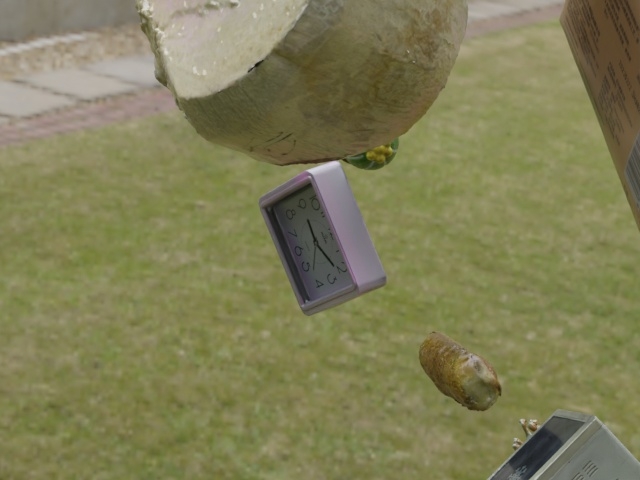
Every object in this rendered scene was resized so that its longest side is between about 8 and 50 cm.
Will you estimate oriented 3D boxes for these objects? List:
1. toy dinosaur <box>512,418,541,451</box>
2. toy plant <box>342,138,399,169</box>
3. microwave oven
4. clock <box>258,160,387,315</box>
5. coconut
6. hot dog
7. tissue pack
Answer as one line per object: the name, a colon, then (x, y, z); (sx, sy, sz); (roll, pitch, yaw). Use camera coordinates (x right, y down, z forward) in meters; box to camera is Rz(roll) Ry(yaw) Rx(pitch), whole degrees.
toy dinosaur: (0.371, 0.349, 1.921); (0.212, 0.057, 0.142); (48, 26, -18)
toy plant: (0.068, -0.157, 1.904); (0.092, 0.093, 0.162); (3, 15, -19)
microwave oven: (0.250, 0.330, 1.312); (0.194, 0.240, 0.145); (47, -9, -3)
clock: (0.000, 0.000, 1.799); (0.063, 0.197, 0.150); (-19, -5, -40)
coconut: (0.001, -0.281, 1.495); (0.404, 0.405, 0.404); (8, 18, -3)
hot dog: (0.171, 0.164, 1.536); (0.083, 0.068, 0.289); (38, 1, -3)
tissue pack: (0.387, -0.174, 1.164); (0.238, 0.238, 0.305); (2, 55, -20)
